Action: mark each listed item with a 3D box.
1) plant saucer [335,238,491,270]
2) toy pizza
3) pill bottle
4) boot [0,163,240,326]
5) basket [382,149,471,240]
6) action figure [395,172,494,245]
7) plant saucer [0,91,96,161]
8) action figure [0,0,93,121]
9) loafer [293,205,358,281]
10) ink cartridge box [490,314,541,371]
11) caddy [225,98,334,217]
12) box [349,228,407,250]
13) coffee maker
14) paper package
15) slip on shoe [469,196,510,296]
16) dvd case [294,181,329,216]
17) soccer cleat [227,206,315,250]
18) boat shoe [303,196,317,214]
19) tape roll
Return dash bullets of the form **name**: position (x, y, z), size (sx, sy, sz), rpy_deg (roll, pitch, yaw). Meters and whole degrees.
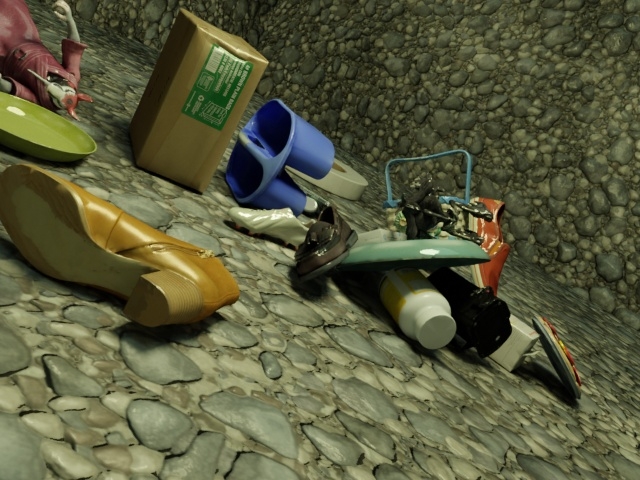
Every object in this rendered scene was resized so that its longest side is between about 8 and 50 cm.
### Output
- **plant saucer**: position (0.189, 0.032, 1.333), size (0.318, 0.043, 0.317), rpy_deg (-3, -6, 0)
- **toy pizza**: position (0.526, 0.252, 1.412), size (0.201, 0.032, 0.201), rpy_deg (61, 8, -14)
- **pill bottle**: position (0.187, 0.130, 1.239), size (0.103, 0.103, 0.184), rpy_deg (23, 16, -24)
- **boot**: position (-0.254, 0.009, 0.839), size (0.295, 0.104, 0.211), rpy_deg (37, 10, 9)
- **basket**: position (0.311, -0.105, 1.836), size (0.255, 0.288, 0.201), rpy_deg (-7, -14, 31)
- **action figure**: position (0.247, -0.056, 1.421), size (0.276, 0.164, 0.141), rpy_deg (14, 1, -34)
- **plant saucer**: position (-0.522, -0.199, 1.139), size (0.241, 0.037, 0.241), rpy_deg (28, 13, -7)
- **action figure**: position (-0.626, -0.363, 1.350), size (0.370, 0.248, 0.275), rpy_deg (45, -28, 8)
- **loafer**: position (0.000, 0.000, 1.255), size (0.095, 0.109, 0.302), rpy_deg (62, 16, -5)
- **ink cartridge box**: position (0.402, 0.213, 1.393), size (0.143, 0.089, 0.092), rpy_deg (37, 16, 26)
- **caddy**: position (-0.118, -0.200, 1.529), size (0.179, 0.241, 0.341), rpy_deg (29, 12, -28)
- **box**: position (0.123, 0.013, 1.482), size (0.145, 0.038, 0.186), rpy_deg (-14, -11, 33)
- **coffee maker**: position (0.292, 0.126, 1.320), size (0.120, 0.171, 0.178), rpy_deg (-17, 30, -27)
- **paper package**: position (-0.284, -0.315, 1.427), size (0.168, 0.324, 0.309), rpy_deg (21, 17, -28)
- **slip on shoe**: position (0.461, 0.038, 1.736), size (0.101, 0.331, 0.123), rpy_deg (-4, -19, 21)
- **dvd case**: position (-0.030, -0.107, 1.734), size (0.119, 0.013, 0.087), rpy_deg (33, -23, 12)
- **soccer cleat**: position (-0.100, -0.041, 1.330), size (0.196, 0.076, 0.068), rpy_deg (20, 17, -31)
- **boat shoe**: position (-0.072, -0.110, 1.709), size (0.142, 0.049, 0.040), rpy_deg (30, -19, 11)
- **tape roll**: position (-0.010, -0.269, 2.321), size (0.392, 0.072, 0.392), rpy_deg (27, 13, -7)
